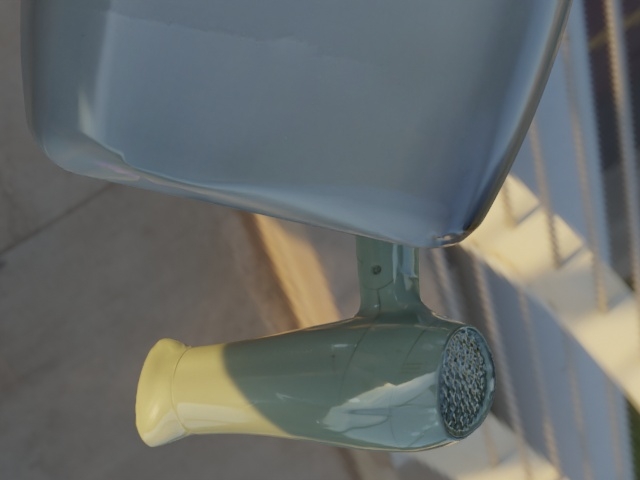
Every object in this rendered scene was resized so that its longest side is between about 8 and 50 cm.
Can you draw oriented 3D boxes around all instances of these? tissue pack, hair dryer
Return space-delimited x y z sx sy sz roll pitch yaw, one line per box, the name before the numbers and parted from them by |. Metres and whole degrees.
tissue pack | -0.009 -0.144 0.772 0.229 0.333 0.236 11 99 -5
hair dryer | 0.000 0.000 0.965 0.206 0.237 0.075 -3 161 32
